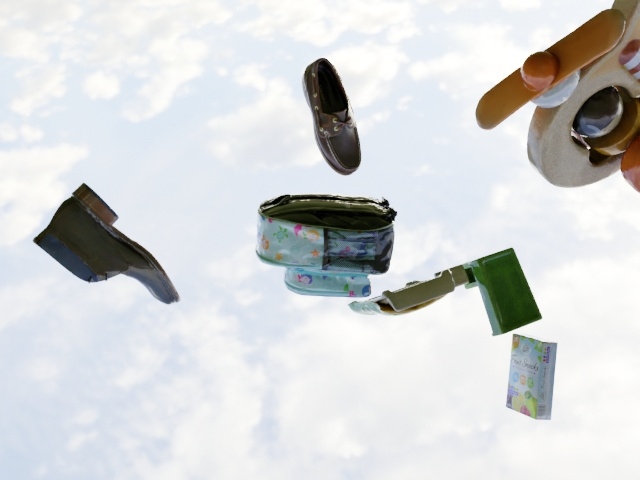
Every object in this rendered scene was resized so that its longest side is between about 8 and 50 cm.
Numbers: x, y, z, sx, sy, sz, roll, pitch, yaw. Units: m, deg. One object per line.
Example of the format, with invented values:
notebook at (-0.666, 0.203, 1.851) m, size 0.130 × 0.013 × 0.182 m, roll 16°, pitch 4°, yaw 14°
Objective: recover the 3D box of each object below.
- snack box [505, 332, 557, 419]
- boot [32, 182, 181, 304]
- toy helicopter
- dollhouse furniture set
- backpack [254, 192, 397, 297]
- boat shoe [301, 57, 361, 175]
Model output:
snack box at (0.385, 0.247, 1.535) m, size 0.037 × 0.141 × 0.100 m, roll 5°, pitch -179°, yaw -21°
boot at (-0.296, 0.034, 1.173) m, size 0.106 × 0.219 × 0.082 m, roll -44°, pitch -158°, yaw -15°
toy helicopter at (0.307, -0.211, 0.875) m, size 0.235 × 0.355 × 0.140 m, roll -4°, pitch -142°, yaw -22°
dollhouse furniture set at (0.237, 0.139, 1.640) m, size 0.301 × 0.151 × 0.197 m, roll -17°, pitch 175°, yaw -20°
backpack at (0.000, 0.000, 1.596) m, size 0.253 × 0.191 × 0.225 m, roll 8°, pitch -164°, yaw -6°
boat shoe at (0.022, -0.216, 1.462) m, size 0.073 × 0.207 × 0.073 m, roll -22°, pitch 179°, yaw -23°
